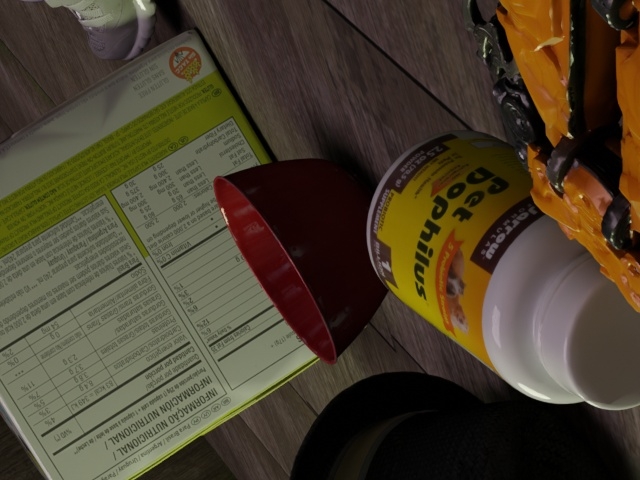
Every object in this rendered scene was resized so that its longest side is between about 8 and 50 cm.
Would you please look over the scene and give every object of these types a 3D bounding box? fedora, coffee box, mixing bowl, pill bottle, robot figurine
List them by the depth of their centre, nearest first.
[{"bbox_3d":[0.145,-0.076,0.834,0.211,0.085,0.291,51,166,32],"label":"robot figurine"},{"bbox_3d":[0.120,0.018,1.095,0.215,0.117,0.117,37,156,59],"label":"pill bottle"},{"bbox_3d":[0.128,0.239,1.389,0.152,0.334,0.334,-30,93,43],"label":"fedora"},{"bbox_3d":[0.000,0.000,1.580,0.181,0.098,0.181,53,167,18],"label":"mixing bowl"},{"bbox_3d":[-0.209,0.031,1.918,0.334,0.338,0.337,59,169,-7],"label":"coffee box"}]

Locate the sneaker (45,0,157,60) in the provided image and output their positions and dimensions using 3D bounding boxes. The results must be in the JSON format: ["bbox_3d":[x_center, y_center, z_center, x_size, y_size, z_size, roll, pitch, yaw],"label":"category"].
[{"bbox_3d":[-0.221,-0.252,1.749,0.281,0.115,0.105,90,159,-63],"label":"sneaker"}]
